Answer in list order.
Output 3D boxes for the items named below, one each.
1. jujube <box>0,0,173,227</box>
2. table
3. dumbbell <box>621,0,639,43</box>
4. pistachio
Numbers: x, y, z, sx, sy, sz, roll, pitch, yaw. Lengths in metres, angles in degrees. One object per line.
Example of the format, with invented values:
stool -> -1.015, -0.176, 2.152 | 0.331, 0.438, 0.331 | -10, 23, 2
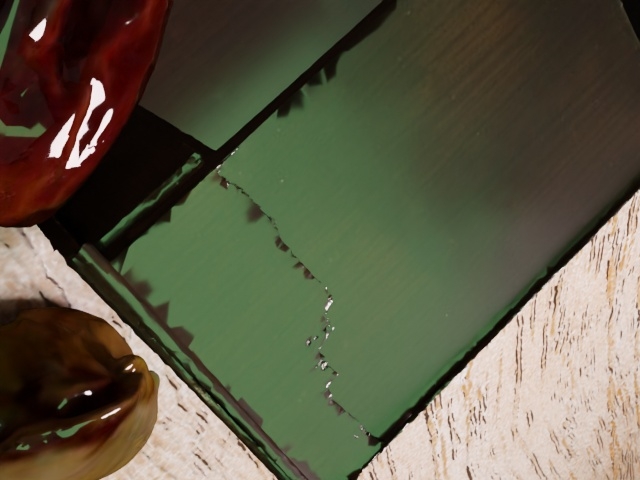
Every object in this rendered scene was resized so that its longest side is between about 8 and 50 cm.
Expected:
jujube -> -0.144, -0.129, 0.436 | 0.183, 0.183, 0.243 | 4, 94, -51
table -> -0.005, -0.055, 0.595 | 0.282, 0.250, 0.196 | -43, 120, -9
dumbbell -> 0.212, -0.236, 0.786 | 0.152, 0.152, 0.218 | -27, 143, -29
pistachio -> -0.204, 0.115, 0.725 | 0.210, 0.130, 0.165 | -13, 175, -42
